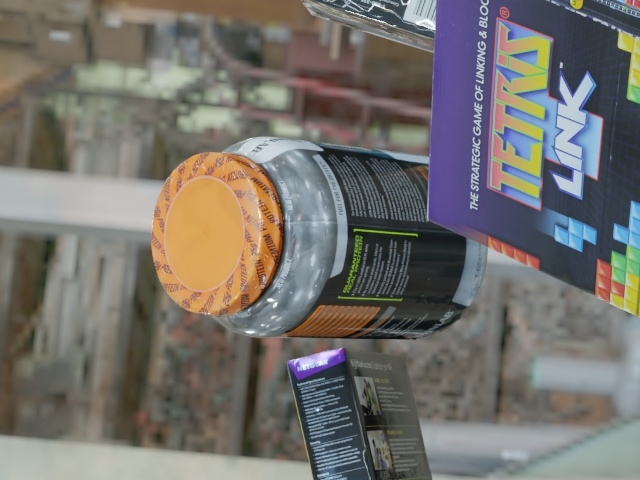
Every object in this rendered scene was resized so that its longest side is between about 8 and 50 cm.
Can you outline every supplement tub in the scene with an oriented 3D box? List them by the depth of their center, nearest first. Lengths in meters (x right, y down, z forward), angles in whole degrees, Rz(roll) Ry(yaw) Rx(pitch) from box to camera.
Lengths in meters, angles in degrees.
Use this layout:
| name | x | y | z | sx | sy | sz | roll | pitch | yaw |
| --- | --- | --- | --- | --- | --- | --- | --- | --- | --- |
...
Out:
| name | x | y | z | sx | sy | sz | roll | pitch | yaw |
| --- | --- | --- | --- | --- | --- | --- | --- | --- | --- |
| supplement tub | 0.000 | 0.000 | 1.162 | 0.190 | 0.117 | 0.117 | 5 | -97 | -47 |

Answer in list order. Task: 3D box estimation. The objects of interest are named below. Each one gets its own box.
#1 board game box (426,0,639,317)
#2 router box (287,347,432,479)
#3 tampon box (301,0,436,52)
| name | x | y | z | sx | sy | sz | roll | pitch | yaw |
| --- | --- | --- | --- | --- | --- | --- | --- | --- | --- |
| board game box | 0.118 | -0.064 | 0.907 | 0.048 | 0.141 | 0.170 | -31 | -47 | -40 |
| router box | 0.035 | 0.146 | 1.383 | 0.179 | 0.046 | 0.133 | 20 | -123 | -73 |
| tampon box | 0.057 | -0.176 | 1.219 | 0.161 | 0.120 | 0.101 | -10 | -62 | -85 |
